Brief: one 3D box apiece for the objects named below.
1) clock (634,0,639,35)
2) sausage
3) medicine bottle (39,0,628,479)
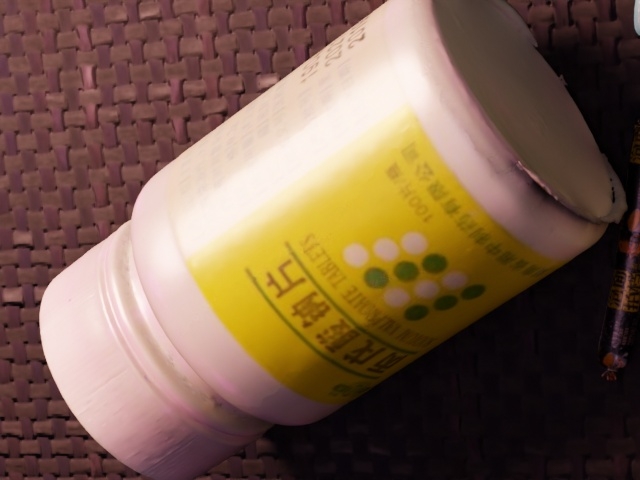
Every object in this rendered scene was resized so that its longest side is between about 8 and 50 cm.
[{"bbox_3d":[0.292,-0.252,1.252,0.274,0.094,0.223,-31,84,27],"label":"clock"},{"bbox_3d":[0.217,0.004,1.358,0.028,0.025,0.198,3,102,-21],"label":"sausage"},{"bbox_3d":[0.000,0.000,1.354,0.379,0.213,0.213,-35,83,25],"label":"medicine bottle"}]
